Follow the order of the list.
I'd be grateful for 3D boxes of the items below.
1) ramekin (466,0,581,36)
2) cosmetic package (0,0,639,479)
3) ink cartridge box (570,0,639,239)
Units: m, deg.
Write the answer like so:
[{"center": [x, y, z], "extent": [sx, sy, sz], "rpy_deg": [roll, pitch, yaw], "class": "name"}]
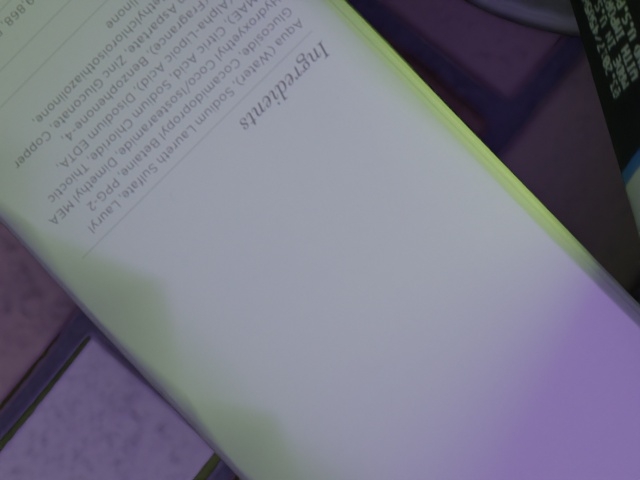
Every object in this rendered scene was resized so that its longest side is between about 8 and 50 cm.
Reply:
[{"center": [0.130, -0.230, 0.699], "extent": [0.273, 0.127, 0.273], "rpy_deg": [0, 88, 6], "class": "ramekin"}, {"center": [0.000, 0.000, 0.665], "extent": [0.156, 0.217, 0.385], "rpy_deg": [-43, 83, 5], "class": "cosmetic package"}, {"center": [0.260, 0.020, 0.598], "extent": [0.307, 0.072, 0.303], "rpy_deg": [12, 48, -24], "class": "ink cartridge box"}]
